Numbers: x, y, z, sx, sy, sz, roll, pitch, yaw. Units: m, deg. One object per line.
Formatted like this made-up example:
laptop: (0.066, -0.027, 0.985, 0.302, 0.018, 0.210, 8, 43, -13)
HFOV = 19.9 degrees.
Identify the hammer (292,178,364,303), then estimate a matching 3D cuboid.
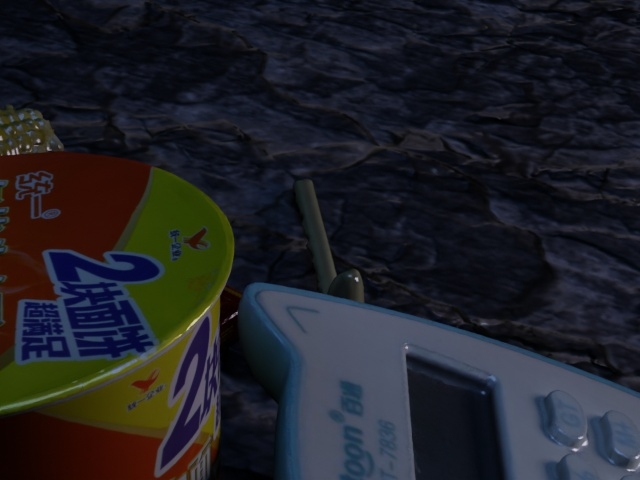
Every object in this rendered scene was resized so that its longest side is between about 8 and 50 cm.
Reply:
hammer: (0.000, 0.000, 1.087, 0.028, 0.060, 0.195, 2, 29, -10)

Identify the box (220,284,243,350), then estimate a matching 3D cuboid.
box: (-0.080, 0.048, 1.016, 0.051, 0.023, 0.082, 26, 36, 23)

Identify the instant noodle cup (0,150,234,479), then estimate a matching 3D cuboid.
instant noodle cup: (-0.133, 0.084, 0.785, 0.213, 0.174, 0.213, -4, 30, 2)

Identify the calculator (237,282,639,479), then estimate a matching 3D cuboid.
calculator: (0.136, 0.148, 0.826, 0.386, 0.054, 0.256, 18, 31, -12)

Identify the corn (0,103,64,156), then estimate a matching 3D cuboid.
corn: (-0.272, -0.018, 1.017, 0.288, 0.087, 0.086, -18, 41, -38)
